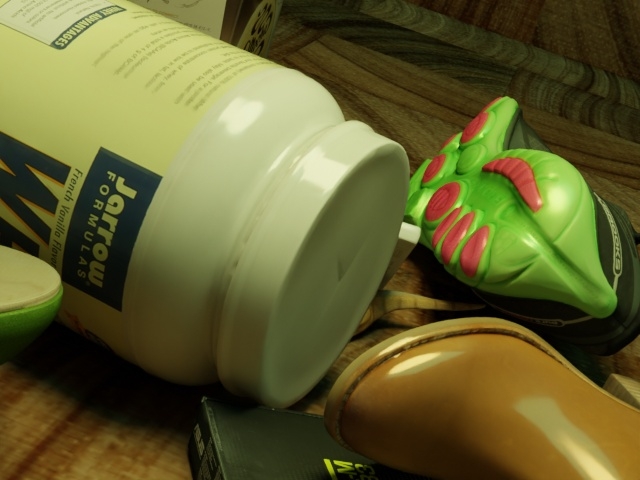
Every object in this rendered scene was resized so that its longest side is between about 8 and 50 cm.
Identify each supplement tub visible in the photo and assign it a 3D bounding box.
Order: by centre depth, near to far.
[{"bbox_3d":[-0.125,-0.040,0.869,0.325,0.235,0.235,25,21,19],"label":"supplement tub"}]

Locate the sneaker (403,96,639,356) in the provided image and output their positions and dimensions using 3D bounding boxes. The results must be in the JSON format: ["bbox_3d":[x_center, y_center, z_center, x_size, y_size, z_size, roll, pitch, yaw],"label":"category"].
[{"bbox_3d":[0.199,-0.006,1.214,0.202,0.185,0.483,45,13,-12],"label":"sneaker"}]

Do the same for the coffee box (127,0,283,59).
[{"bbox_3d":[-0.121,-0.222,1.252,0.119,0.297,0.168,21,21,8],"label":"coffee box"}]

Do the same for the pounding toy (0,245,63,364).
[{"bbox_3d":[-0.257,0.068,0.668,0.183,0.110,0.237,14,13,29],"label":"pounding toy"}]

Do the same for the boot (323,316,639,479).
[{"bbox_3d":[0.155,0.158,0.700,0.283,0.109,0.220,19,22,-30],"label":"boot"}]

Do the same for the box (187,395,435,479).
[{"bbox_3d":[0.024,0.170,0.726,0.184,0.045,0.190,15,19,-19],"label":"box"}]

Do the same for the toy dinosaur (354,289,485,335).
[{"bbox_3d":[0.025,0.055,1.029,0.211,0.064,0.112,-14,56,-42],"label":"toy dinosaur"}]

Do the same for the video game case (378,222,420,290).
[{"bbox_3d":[0.000,0.000,1.049,0.143,0.019,0.157,16,-20,-4],"label":"video game case"}]
